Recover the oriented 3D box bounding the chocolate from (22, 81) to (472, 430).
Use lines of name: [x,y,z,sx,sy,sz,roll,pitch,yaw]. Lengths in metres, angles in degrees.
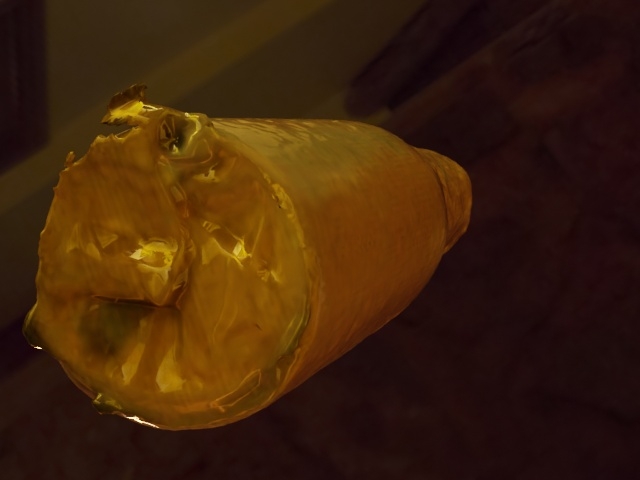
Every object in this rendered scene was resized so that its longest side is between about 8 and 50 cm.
chocolate: [0.000,0.000,0.456,0.085,0.085,0.219,50,19,10]
